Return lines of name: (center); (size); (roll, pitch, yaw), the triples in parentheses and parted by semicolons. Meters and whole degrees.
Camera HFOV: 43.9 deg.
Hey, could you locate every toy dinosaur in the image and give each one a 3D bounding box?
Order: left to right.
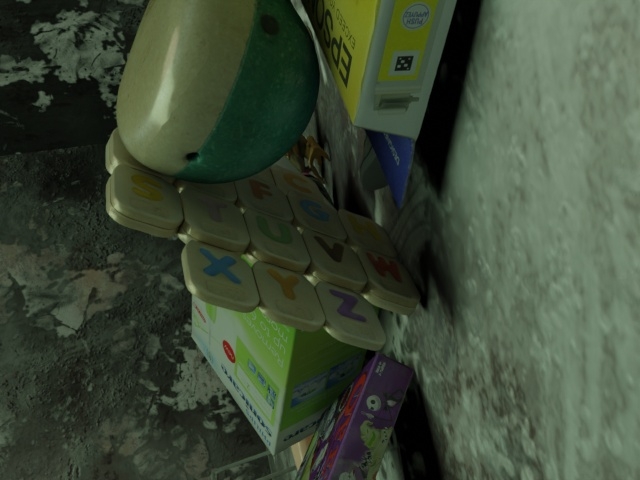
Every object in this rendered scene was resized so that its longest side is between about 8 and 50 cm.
toy dinosaur: (-0.038, -0.131, 1.032); (0.112, 0.064, 0.212); (-148, 46, -71)

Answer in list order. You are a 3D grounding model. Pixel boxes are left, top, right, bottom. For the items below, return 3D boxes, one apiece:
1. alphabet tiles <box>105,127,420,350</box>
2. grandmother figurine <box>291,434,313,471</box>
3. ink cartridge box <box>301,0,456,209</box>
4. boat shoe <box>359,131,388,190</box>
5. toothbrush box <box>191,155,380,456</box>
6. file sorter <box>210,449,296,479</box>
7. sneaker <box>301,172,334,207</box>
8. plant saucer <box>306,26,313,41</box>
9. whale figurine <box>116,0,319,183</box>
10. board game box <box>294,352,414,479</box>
alphabet tiles: (-0.047, -0.016, 0.692); (0.021, 0.284, 0.278); (-60, 27, 23)
grandmother figurine: (0.021, 0.379, 1.068); (0.208, 0.104, 0.343); (122, 141, -82)
ink cartridge box: (0.021, -0.233, 0.595); (0.307, 0.072, 0.304); (104, 156, -44)
boat shoe: (0.054, -0.086, 0.696); (0.100, 0.035, 0.035); (101, 161, -51)
toothbrush box: (-0.049, 0.077, 0.916); (0.206, 0.122, 0.283); (49, 149, 30)
file sorter: (-0.059, 0.486, 1.282); (0.193, 0.173, 0.278); (155, 99, -78)
sneaker: (0.000, 0.000, 0.984); (0.075, 0.063, 0.171); (-153, 53, -74)
plant saucer: (-0.021, -0.233, 1.027); (0.083, 0.015, 0.083); (171, 90, -79)
whale figurine: (-0.071, -0.171, 0.658); (0.216, 0.141, 0.272); (-39, 39, 47)
board game box: (-0.016, 0.294, 0.755); (0.347, 0.056, 0.208); (-64, 6, -33)
